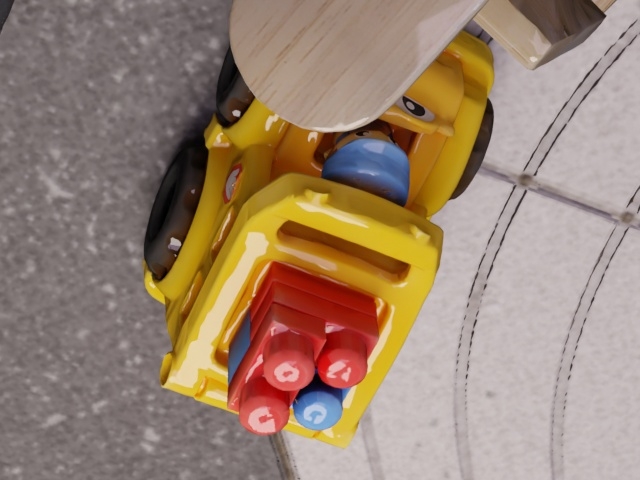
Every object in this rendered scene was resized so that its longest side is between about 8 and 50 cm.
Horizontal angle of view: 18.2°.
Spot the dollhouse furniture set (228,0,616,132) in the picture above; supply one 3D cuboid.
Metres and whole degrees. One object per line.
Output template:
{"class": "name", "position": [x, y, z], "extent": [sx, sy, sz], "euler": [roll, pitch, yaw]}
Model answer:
{"class": "dollhouse furniture set", "position": [-0.059, -0.194, 0.852], "extent": [0.394, 0.362, 0.256], "euler": [44, 111, 6]}

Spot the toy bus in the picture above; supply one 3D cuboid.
{"class": "toy bus", "position": [0.000, 0.000, 1.043], "extent": [0.149, 0.211, 0.220], "euler": [21, 116, -13]}

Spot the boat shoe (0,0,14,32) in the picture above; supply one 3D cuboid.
{"class": "boat shoe", "position": [-0.283, -0.170, 0.945], "extent": [0.306, 0.113, 0.105], "euler": [23, 108, -1]}
